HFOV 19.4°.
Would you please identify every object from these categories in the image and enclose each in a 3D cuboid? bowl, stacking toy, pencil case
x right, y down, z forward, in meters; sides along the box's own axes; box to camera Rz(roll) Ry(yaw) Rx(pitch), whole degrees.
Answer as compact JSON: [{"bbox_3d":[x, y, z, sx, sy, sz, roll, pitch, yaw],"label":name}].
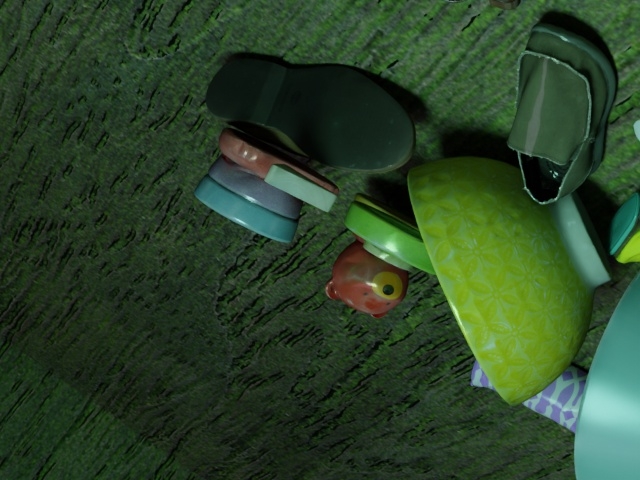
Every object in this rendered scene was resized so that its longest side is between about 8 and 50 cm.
[{"bbox_3d":[0.225,0.021,2.049,0.156,0.289,0.289,-24,130,12],"label":"bowl"},{"bbox_3d":[0.000,0.000,2.182,0.309,0.130,0.279,26,-174,-14],"label":"stacking toy"},{"bbox_3d":[0.289,0.193,2.406,0.206,0.086,0.088,27,121,19],"label":"pencil case"},{"bbox_3d":[0.408,0.161,1.921,0.163,0.311,0.311,21,153,31],"label":"bowl"}]

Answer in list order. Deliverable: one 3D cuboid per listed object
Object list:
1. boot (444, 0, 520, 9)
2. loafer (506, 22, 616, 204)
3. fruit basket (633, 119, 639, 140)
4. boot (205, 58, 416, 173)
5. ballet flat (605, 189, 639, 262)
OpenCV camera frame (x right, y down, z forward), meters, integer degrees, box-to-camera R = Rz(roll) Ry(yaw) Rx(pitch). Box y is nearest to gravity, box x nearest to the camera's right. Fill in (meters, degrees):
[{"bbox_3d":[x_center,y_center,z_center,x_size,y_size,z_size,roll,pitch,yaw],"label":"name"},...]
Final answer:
[{"bbox_3d":[0.141,-0.273,1.798,0.106,0.037,0.114,11,153,17],"label":"boot"},{"bbox_3d":[0.240,-0.119,1.894,0.094,0.087,0.251,23,153,25],"label":"loafer"},{"bbox_3d":[0.487,-0.036,1.641,0.327,0.165,0.353,47,146,-13],"label":"fruit basket"},{"bbox_3d":[0.010,-0.134,2.172,0.305,0.112,0.115,21,169,42],"label":"boot"},{"bbox_3d":[0.357,-0.035,1.940,0.077,0.077,0.231,12,157,-1],"label":"ballet flat"}]
